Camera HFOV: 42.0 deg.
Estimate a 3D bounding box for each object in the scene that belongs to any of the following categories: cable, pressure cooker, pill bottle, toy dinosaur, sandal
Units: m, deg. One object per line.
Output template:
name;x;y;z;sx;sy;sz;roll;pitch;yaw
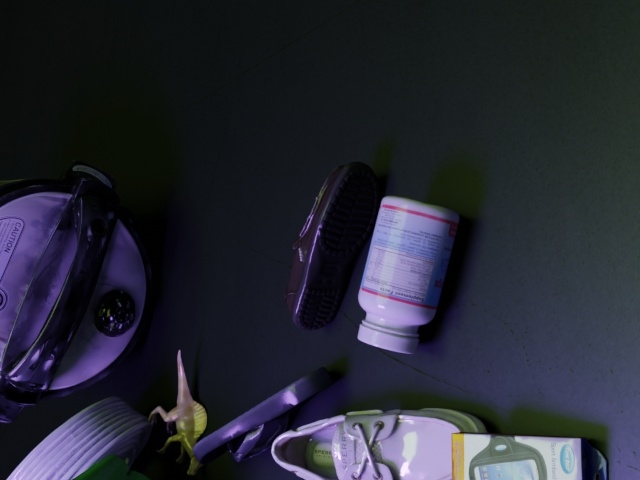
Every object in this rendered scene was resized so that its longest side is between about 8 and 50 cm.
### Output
cable;-0.372;0.349;1.267;0.089;0.257;0.257;43;156;12
pressure cooker;-0.489;0.070;1.404;0.420;0.376;0.369;5;113;51
pill bottle;0.091;0.037;0.905;0.087;0.087;0.160;16;92;52
toy dinosaur;-0.207;0.264;1.253;0.093;0.053;0.183;-24;67;28
sandal;-0.077;0.240;1.057;0.254;0.097;0.054;-38;78;39

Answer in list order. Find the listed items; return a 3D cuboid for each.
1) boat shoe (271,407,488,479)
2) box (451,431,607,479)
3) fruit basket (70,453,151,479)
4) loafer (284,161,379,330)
boat shoe;0.051;0.230;0.887;0.277;0.096;0.098;-21;60;45
box;0.185;0.216;0.749;0.136;0.028;0.081;-6;77;31
fruit basket;-0.327;0.515;1.052;0.392;0.283;0.392;-53;1;1
loafer;0.000;0.000;1.035;0.078;0.080;0.220;35;107;50
